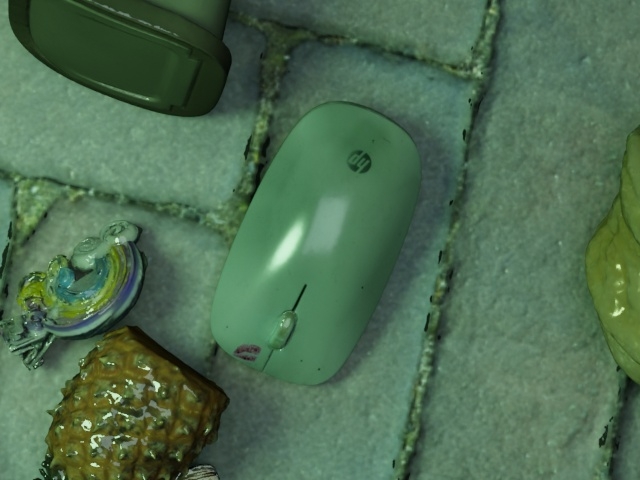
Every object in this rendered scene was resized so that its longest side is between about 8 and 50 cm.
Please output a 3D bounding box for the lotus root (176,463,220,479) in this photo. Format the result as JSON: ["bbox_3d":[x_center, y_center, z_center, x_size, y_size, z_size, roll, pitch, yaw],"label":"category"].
[{"bbox_3d":[-0.140,0.247,1.484,0.083,0.030,0.037,-24,86,-13],"label":"lotus root"}]

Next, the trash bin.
[{"bbox_3d":[-0.169,-0.285,1.455,0.219,0.220,0.250,17,74,-10],"label":"trash bin"}]

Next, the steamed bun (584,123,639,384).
[{"bbox_3d":[0.442,0.018,1.519,0.324,0.230,0.372,17,79,-11],"label":"steamed bun"}]

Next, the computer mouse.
[{"bbox_3d":[0.002,-0.001,1.506,0.159,0.097,0.288,25,79,-9],"label":"computer mouse"}]

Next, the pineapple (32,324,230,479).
[{"bbox_3d":[-0.211,0.225,1.421,0.158,0.158,0.279,33,87,-5],"label":"pineapple"}]

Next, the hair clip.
[{"bbox_3d":[-0.232,0.054,1.463,0.172,0.049,0.116,-37,52,-6],"label":"hair clip"}]
